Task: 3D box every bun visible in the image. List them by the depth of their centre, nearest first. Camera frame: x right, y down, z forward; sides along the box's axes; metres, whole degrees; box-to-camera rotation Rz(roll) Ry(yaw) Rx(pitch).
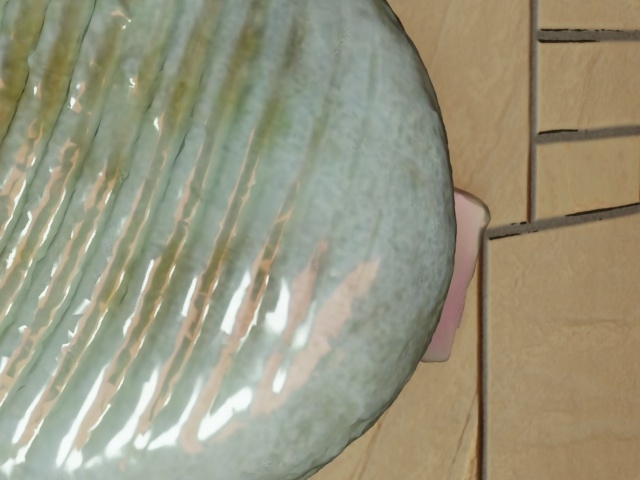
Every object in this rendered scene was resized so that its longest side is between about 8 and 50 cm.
[{"bbox_3d":[-0.115,-0.019,0.423,0.362,0.211,0.361,0,78,-1],"label":"bun"}]

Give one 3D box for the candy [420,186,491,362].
[{"bbox_3d":[0.000,0.000,0.646,0.265,0.116,0.155,15,88,-34],"label":"candy"}]
